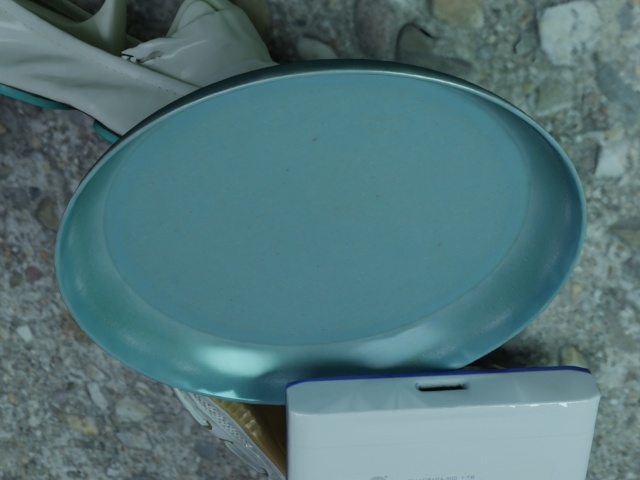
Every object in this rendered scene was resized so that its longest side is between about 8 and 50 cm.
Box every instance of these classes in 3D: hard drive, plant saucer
[{"bbox_3d":[0.079,0.231,0.907,0.210,0.040,0.319,-2,124,-5],"label":"hard drive"},{"bbox_3d":[0.000,0.000,0.747,0.317,0.044,0.318,-5,141,-4],"label":"plant saucer"}]

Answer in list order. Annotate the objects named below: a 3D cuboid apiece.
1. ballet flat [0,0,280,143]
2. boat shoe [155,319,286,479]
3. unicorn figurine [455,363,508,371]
[{"bbox_3d":[-0.131,-0.125,0.809,0.400,0.139,0.139,25,120,4],"label":"ballet flat"},{"bbox_3d":[-0.078,0.088,0.905,0.096,0.098,0.277,-7,121,50],"label":"boat shoe"},{"bbox_3d":[0.076,0.126,0.909,0.161,0.060,0.111,-18,110,6],"label":"unicorn figurine"}]
